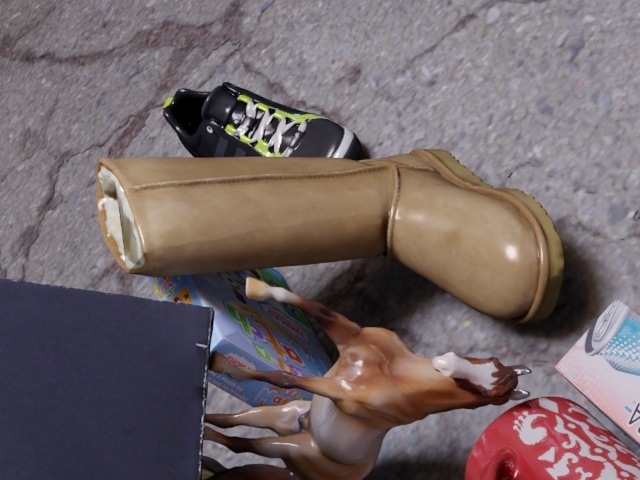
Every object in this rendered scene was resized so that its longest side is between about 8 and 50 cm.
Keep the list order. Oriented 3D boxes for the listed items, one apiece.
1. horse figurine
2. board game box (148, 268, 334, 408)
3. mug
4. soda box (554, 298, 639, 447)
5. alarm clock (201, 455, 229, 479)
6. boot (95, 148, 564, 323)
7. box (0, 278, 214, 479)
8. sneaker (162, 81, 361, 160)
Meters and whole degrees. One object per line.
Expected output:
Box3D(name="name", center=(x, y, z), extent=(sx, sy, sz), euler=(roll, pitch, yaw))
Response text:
Box3D(name="horse figurine", center=(-0.004, 0.111, 0.878), extent=(0.263, 0.174, 0.066), euler=(127, 153, -47))
Box3D(name="board game box", center=(-0.061, 0.058, 1.028), extent=(0.039, 0.160, 0.211), euler=(-46, 38, 11))
Box3D(name="mug", center=(0.151, 0.157, 0.755), extent=(0.113, 0.150, 0.169), euler=(-38, 34, -1))
Box3D(name="soda box", center=(0.221, 0.110, 0.792), extent=(0.063, 0.058, 0.183), euler=(-48, 38, 2))
Box3D(name="alarm clock", center=(-0.111, 0.231, 1.011), extent=(0.192, 0.064, 0.129), euler=(-9, 53, 37))
Box3D(name="boot", center=(0.000, 0.000, 0.945), extent=(0.236, 0.269, 0.089), euler=(-141, 52, -60))
Box3D(name="box", center=(-0.202, 0.225, 0.844), extent=(0.343, 0.179, 0.312), euler=(135, 141, -60))
Box3D(name="sneaker", center=(-0.067, -0.092, 1.211), extent=(0.234, 0.097, 0.084), euler=(12, 68, 49))
